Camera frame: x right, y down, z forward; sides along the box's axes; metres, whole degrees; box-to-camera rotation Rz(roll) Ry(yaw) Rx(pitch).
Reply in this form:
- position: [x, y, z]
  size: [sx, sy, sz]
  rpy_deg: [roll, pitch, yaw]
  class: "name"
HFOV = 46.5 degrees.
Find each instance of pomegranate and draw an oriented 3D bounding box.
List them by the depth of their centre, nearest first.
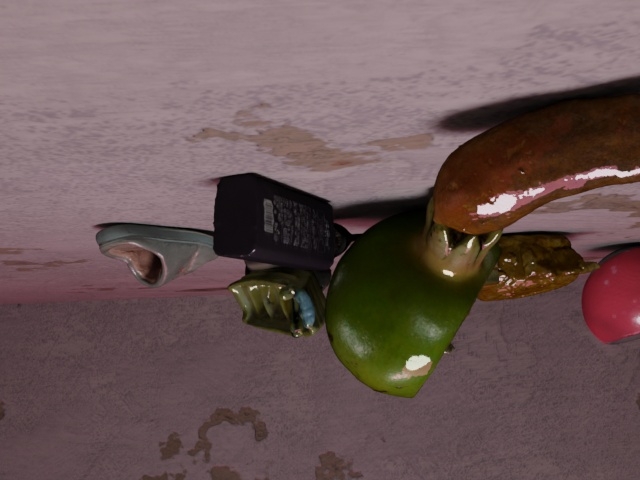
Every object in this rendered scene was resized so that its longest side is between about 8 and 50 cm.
- position: [0.132, 0.054, 1.118]
  size: [0.216, 0.310, 0.358]
  rpy_deg: [30, 139, 16]
  class: "pomegranate"

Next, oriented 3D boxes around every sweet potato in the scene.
- position: [0.222, -0.077, 0.635]
  size: [0.292, 0.097, 0.097]
  rpy_deg: [-17, 166, 33]
  class: "sweet potato"

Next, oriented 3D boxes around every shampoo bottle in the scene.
- position: [-0.037, -0.013, 1.008]
  size: [0.071, 0.098, 0.309]
  rpy_deg: [-5, 172, 24]
  class: "shampoo bottle"

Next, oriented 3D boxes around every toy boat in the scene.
- position: [-0.063, 0.101, 1.277]
  size: [0.084, 0.111, 0.276]
  rpy_deg: [-26, -169, -28]
  class: "toy boat"

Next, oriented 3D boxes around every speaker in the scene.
- position: [0.782, 0.140, 1.808]
  size: [0.294, 0.294, 0.294]
  rpy_deg: [-2, 173, 0]
  class: "speaker"

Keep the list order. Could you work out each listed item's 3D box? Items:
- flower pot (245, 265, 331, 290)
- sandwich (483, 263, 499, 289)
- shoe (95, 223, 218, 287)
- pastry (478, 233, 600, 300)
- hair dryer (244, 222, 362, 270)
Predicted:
- position: [-0.052, 0.062, 1.428]
  size: [0.157, 0.157, 0.107]
  rpy_deg: [3, 160, -36]
  class: "flower pot"
- position: [0.247, 0.044, 1.464]
  size: [0.187, 0.117, 0.144]
  rpy_deg: [3, 168, -43]
  class: "sandwich"
- position: [-0.269, 0.031, 1.271]
  size: [0.103, 0.100, 0.251]
  rpy_deg: [-9, 168, 37]
  class: "shoe"
- position: [0.420, 0.046, 1.577]
  size: [0.240, 0.132, 0.235]
  rpy_deg: [-7, 166, -16]
  class: "pastry"
- position: [0.000, 0.000, 1.307]
  size: [0.196, 0.077, 0.248]
  rpy_deg: [-6, -178, 19]
  class: "hair dryer"
